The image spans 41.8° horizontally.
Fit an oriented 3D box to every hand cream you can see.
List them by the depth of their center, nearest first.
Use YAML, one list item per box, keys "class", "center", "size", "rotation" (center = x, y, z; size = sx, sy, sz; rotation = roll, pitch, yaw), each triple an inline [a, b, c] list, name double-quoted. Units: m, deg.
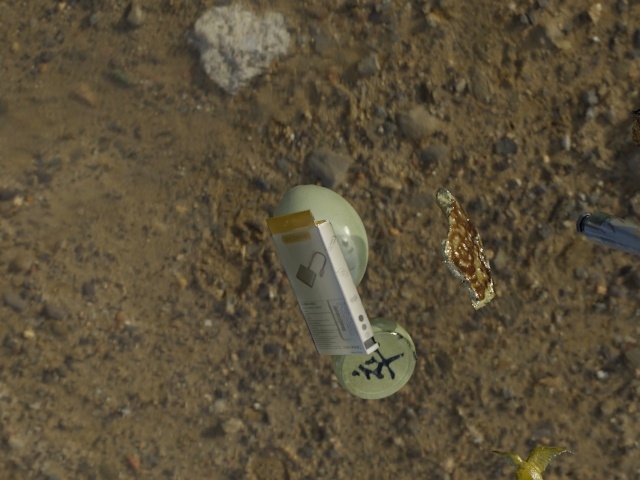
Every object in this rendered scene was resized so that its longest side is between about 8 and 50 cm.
- class: "hand cream"
  center: [0.551, 0.003, 1.434]
  size: [0.091, 0.271, 0.058]
  rotation: [9, 101, -31]

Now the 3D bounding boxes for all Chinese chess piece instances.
- class: "Chinese chess piece"
  center: [0.119, 0.262, 1.861]
  size: [0.189, 0.083, 0.188]
  rotation: [-6, 115, -14]

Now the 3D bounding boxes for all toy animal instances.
- class: "toy animal"
  center: [0.451, 0.527, 1.873]
  size: [0.155, 0.219, 0.095]
  rotation: [12, 117, 34]

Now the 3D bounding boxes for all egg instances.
- class: "egg"
  center: [0.000, 0.000, 1.715]
  size: [0.187, 0.253, 0.186]
  rotation: [-26, 161, -9]

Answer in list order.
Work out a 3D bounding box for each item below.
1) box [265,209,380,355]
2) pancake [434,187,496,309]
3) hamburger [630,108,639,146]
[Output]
- class: "box"
  center: [0.002, 0.067, 1.329]
  size: [0.129, 0.033, 0.247]
  rotation: [-8, 106, 52]
- class: "pancake"
  center: [0.309, 0.030, 1.783]
  size: [0.056, 0.257, 0.212]
  rotation: [-23, 125, 30]
- class: "hamburger"
  center: [0.584, -0.163, 1.245]
  size: [0.231, 0.231, 0.106]
  rotation: [14, 94, -10]
